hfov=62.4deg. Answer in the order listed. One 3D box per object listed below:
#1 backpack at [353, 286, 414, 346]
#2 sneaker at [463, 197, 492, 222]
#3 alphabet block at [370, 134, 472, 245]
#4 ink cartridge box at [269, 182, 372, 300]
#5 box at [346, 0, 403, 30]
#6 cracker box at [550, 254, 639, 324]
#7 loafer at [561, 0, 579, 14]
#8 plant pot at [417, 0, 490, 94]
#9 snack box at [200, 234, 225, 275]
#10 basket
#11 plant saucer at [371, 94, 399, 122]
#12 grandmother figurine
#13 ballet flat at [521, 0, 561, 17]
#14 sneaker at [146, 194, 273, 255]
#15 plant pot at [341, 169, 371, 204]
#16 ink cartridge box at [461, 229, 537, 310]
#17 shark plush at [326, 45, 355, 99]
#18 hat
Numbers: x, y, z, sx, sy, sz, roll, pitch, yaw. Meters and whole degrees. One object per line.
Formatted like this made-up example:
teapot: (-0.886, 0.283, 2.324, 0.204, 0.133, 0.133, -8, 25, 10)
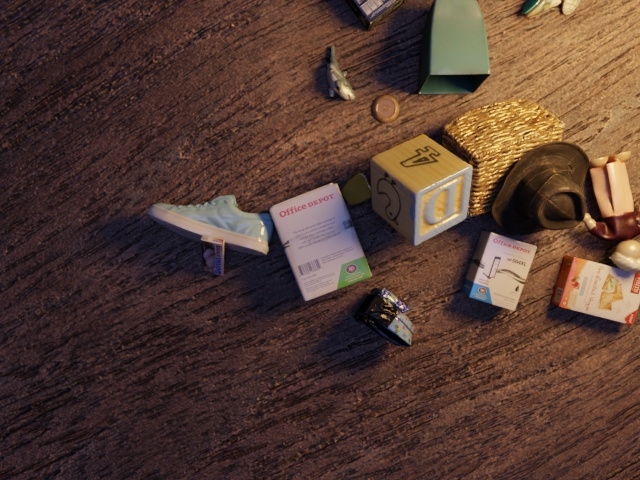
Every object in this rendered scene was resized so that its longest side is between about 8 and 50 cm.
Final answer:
backpack: (0.204, 0.230, 1.543, 0.173, 0.158, 0.117, 36, 78, -1)
sneaker: (0.447, -0.097, 1.559, 0.214, 0.084, 0.083, -12, 119, -1)
alphabet block: (0.268, -0.140, 1.434, 0.193, 0.197, 0.192, -25, 135, -20)
ink cartridge box: (0.000, 0.000, 1.537, 0.211, 0.121, 0.289, -20, 95, 2)
box: (0.165, -0.716, 1.492, 0.180, 0.077, 0.147, -38, 94, 3)
cracker box: (0.833, 0.147, 1.582, 0.232, 0.067, 0.156, 14, 95, -2)
loafer: (0.724, -0.715, 1.513, 0.045, 0.039, 0.125, 9, 116, -9)
plant pot: (0.364, -0.549, 1.473, 0.165, 0.165, 0.234, -1, 88, 0)
snack box: (-0.310, 0.045, 1.527, 0.064, 0.178, 0.022, 12, 56, -2)
basket: (0.493, -0.242, 1.495, 0.299, 0.213, 0.223, -21, 134, -10)
plant saucer: (0.192, -0.389, 1.555, 0.083, 0.015, 0.083, 0, 96, 0)
grandmother figurine: (0.861, -0.074, 1.531, 0.207, 0.104, 0.343, -14, 87, 9)
ballet flat: (0.662, -0.721, 1.503, 0.079, 0.077, 0.222, 27, 95, -25)
sneaker: (-0.311, -0.069, 1.542, 0.365, 0.135, 0.150, 17, 76, -3)
plant pot: (0.107, -0.149, 1.549, 0.083, 0.081, 0.081, -35, 95, 14)
ink cartridge box: (0.527, 0.086, 1.566, 0.148, 0.086, 0.203, 17, 96, -2)
shark plush: (0.051, -0.482, 1.543, 0.067, 0.073, 0.161, -14, 74, -18)
hat: (0.641, -0.107, 1.442, 0.331, 0.134, 0.331, -14, 131, -17)
